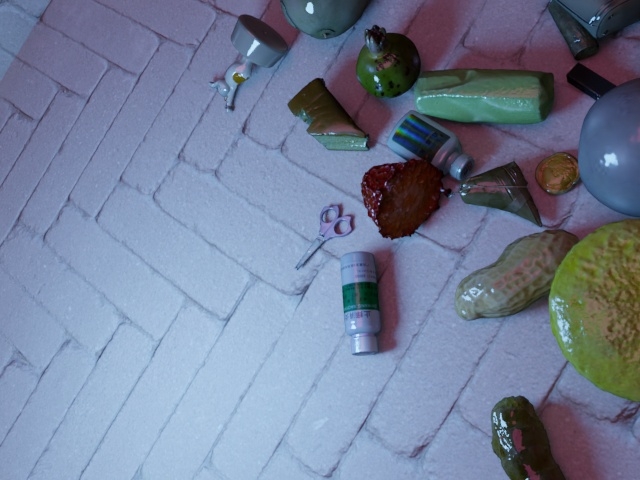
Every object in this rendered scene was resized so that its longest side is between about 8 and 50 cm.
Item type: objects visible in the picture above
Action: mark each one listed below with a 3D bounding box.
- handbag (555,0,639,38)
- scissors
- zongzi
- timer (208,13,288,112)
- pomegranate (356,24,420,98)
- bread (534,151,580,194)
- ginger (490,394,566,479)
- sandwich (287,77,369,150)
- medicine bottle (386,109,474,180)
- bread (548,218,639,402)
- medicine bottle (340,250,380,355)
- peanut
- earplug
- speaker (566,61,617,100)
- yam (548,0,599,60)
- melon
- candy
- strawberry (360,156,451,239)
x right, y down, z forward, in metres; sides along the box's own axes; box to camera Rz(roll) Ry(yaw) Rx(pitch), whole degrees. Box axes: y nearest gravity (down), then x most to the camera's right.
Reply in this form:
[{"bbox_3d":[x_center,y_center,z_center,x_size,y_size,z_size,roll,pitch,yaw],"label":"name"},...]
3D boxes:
[{"bbox_3d":[0.663,-0.645,1.674,0.241,0.109,0.315,-25,57,-13],"label":"handbag"},{"bbox_3d":[0.000,0.000,1.871,0.110,0.021,0.212,41,95,26],"label":"scissors"},{"bbox_3d":[0.423,-0.084,1.647,0.189,0.081,0.178,-20,73,8],"label":"zongzi"},{"bbox_3d":[-0.244,-0.540,2.095,0.266,0.175,0.175,-49,59,27],"label":"timer"},{"bbox_3d":[0.176,-0.495,1.830,0.179,0.210,0.179,-16,30,10],"label":"pomegranate"},{"bbox_3d":[0.576,-0.163,1.635,0.110,0.024,0.110,-8,72,24],"label":"bread"},{"bbox_3d":[0.451,0.471,1.472,0.109,0.117,0.262,-51,56,53],"label":"ginger"},{"bbox_3d":[0.030,-0.326,1.893,0.128,0.122,0.235,-40,63,9],"label":"sandwich"},{"bbox_3d":[0.293,-0.239,1.762,0.229,0.083,0.121,38,91,28],"label":"medicine bottle"},{"bbox_3d":[0.638,0.155,1.353,0.348,0.308,0.348,-6,72,18],"label":"bread"},{"bbox_3d":[0.104,0.162,1.734,0.095,0.095,0.259,-12,72,23],"label":"medicine bottle"},{"bbox_3d":[0.451,0.083,1.564,0.325,0.140,0.153,-30,54,19],"label":"peanut"},{"bbox_3d":[0.749,-0.194,1.401,0.394,0.313,0.312,8,79,30],"label":"earplug"},{"bbox_3d":[0.685,-0.359,1.630,0.046,0.040,0.191,-48,61,6],"label":"speaker"},{"bbox_3d":[0.635,-0.533,1.692,0.068,0.068,0.169,-25,70,18],"label":"yam"},{"bbox_3d":[0.014,-0.736,1.935,0.269,0.268,0.330,1,81,26],"label":"melon"},{"bbox_3d":[0.415,-0.375,1.714,0.344,0.132,0.142,7,82,27],"label":"candy"},{"bbox_3d":[0.190,-0.133,1.723,0.234,0.234,0.178,-54,46,3],"label":"strawberry"}]
